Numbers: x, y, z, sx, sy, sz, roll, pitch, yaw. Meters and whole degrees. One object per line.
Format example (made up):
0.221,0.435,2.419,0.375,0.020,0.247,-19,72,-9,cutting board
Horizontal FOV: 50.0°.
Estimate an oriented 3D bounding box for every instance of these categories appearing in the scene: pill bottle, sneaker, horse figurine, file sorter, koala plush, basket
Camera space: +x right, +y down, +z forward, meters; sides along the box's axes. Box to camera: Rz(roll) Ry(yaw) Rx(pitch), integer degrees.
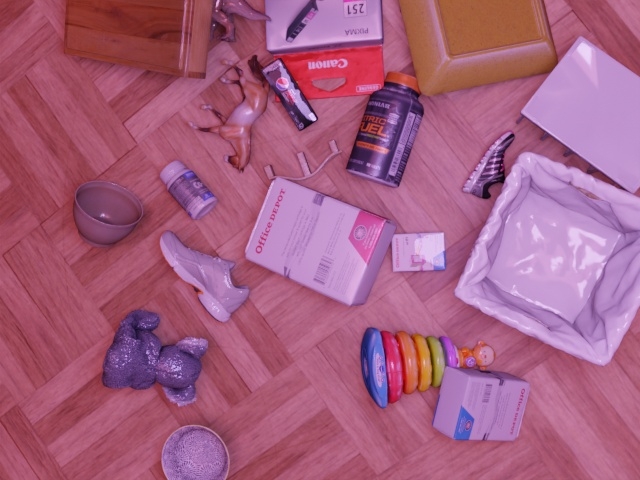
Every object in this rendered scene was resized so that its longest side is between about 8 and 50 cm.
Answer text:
0.154,-0.252,1.554,0.130,0.130,0.245,19,93,9,pill bottle
0.395,-0.165,1.549,0.075,0.063,0.170,35,101,8,sneaker
-0.197,-0.317,1.644,0.174,0.066,0.263,33,96,9,horse figurine
-0.321,-0.123,1.660,0.078,0.078,0.137,-43,84,7,pill bottle
-0.274,0.065,1.655,0.121,0.099,0.262,-40,92,0,sneaker
0.586,-0.253,1.459,0.278,0.173,0.193,38,95,7,file sorter
-0.385,0.292,1.631,0.221,0.203,0.196,17,94,-3,koala plush
0.487,0.031,1.432,0.328,0.266,0.331,25,95,8,basket

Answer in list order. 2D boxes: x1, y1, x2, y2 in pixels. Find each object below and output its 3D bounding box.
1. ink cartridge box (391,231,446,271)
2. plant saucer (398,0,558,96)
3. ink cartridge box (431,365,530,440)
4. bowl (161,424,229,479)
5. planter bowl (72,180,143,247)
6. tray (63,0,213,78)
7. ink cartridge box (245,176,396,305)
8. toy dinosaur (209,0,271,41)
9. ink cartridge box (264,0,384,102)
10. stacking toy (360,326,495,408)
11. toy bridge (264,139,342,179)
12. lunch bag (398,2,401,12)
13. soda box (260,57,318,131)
0.225,0.027,1.583,0.122,0.052,0.088,-3,90,11,ink cartridge box
0.348,-0.512,1.497,0.333,0.081,0.332,-13,88,-7,plant saucer
0.351,0.358,1.500,0.191,0.082,0.139,12,93,-34,ink cartridge box
-0.290,0.519,1.660,0.170,0.080,0.170,0,91,9,bowl
-0.527,-0.052,1.668,0.162,0.162,0.109,38,123,7,planter bowl
-0.432,-0.505,1.586,0.411,0.076,0.202,17,107,29,tray
0.000,0.000,1.565,0.283,0.117,0.207,24,95,20,ink cartridge box
-0.264,-0.571,1.600,0.296,0.127,0.200,9,104,22,toy dinosaur
0.011,-0.459,1.612,0.275,0.060,0.239,-3,89,9,ink cartridge box
0.250,0.273,1.549,0.302,0.166,0.175,-4,86,-5,stacking toy
-0.037,-0.180,1.638,0.188,0.026,0.063,-20,90,9,toy bridge
0.225,-0.541,1.571,0.098,0.065,0.067,28,95,8,lunch bag
-0.071,-0.341,1.605,0.053,0.060,0.169,-31,103,8,soda box
